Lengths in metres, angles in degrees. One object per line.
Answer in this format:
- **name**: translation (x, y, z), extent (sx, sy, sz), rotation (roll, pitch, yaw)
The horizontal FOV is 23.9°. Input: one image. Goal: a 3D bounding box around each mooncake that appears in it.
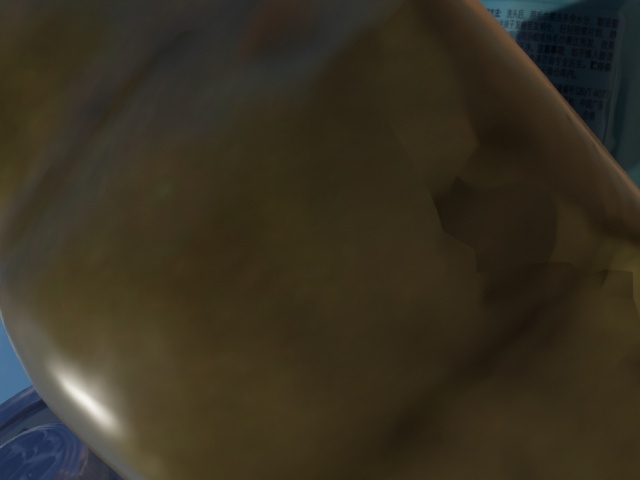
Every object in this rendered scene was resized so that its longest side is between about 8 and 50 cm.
- **mooncake**: translation (0.000, 0.000, 0.794), extent (0.262, 0.467, 0.467), rotation (-44, -23, 1)

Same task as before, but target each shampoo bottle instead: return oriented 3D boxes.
- **shampoo bottle**: translation (0.269, -0.114, 1.509), extent (0.331, 0.331, 0.342), rotation (6, -85, -68)

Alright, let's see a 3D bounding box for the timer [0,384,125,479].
- **timer**: translation (-0.174, 0.220, 1.139), extent (0.395, 0.395, 0.173), rotation (-54, -55, -33)
